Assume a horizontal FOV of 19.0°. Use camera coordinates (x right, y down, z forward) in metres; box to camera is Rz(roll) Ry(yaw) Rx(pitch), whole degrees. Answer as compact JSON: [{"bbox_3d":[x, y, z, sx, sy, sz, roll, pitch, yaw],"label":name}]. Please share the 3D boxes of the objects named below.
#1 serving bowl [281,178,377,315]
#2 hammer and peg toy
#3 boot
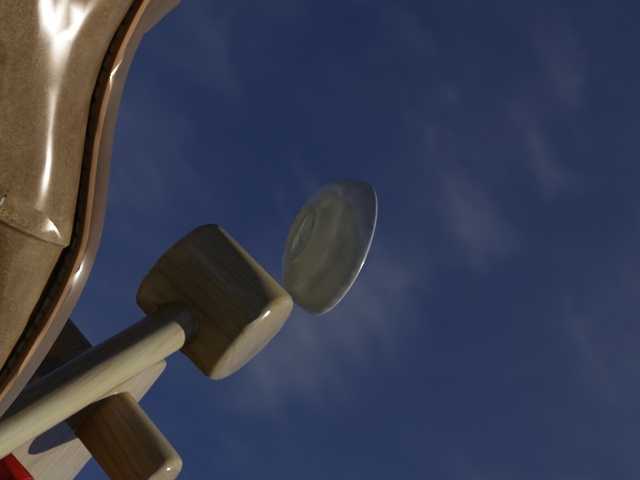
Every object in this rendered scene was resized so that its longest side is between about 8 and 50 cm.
[{"bbox_3d":[0.000,0.000,1.102,0.027,0.083,0.083,23,-22,-22],"label":"serving bowl"},{"bbox_3d":[-0.195,0.118,0.955,0.127,0.266,0.361,49,-62,16],"label":"hammer and peg toy"},{"bbox_3d":[-0.136,-0.053,0.714,0.112,0.115,0.305,29,-77,25],"label":"boot"}]
